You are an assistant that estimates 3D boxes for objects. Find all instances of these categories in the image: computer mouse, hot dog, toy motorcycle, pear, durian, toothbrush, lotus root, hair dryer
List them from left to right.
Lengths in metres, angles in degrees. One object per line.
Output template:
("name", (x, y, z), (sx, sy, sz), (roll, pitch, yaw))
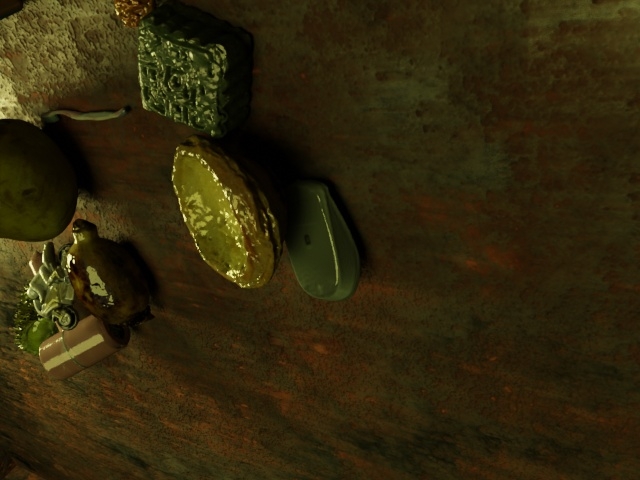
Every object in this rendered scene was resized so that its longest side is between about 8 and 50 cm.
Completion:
("pear", (-0.657, -0.123, 1.336), (0.269, 0.269, 0.321), (34, 151, 7))
("durian", (-0.832, 0.239, 1.888), (0.169, 0.158, 0.352), (5, 138, -13))
("toy motorcycle", (-0.685, 0.117, 1.608), (0.151, 0.074, 0.228), (2, 94, 10))
("hair dryer", (-0.684, 0.175, 1.684), (0.210, 0.125, 0.352), (-28, 87, 11))
("toothbrush", (-0.478, -0.254, 1.256), (0.269, 0.021, 0.027), (5, 140, 33))
("lotus root", (-0.511, 0.090, 1.481), (0.169, 0.141, 0.314), (-7, 120, 34))
("hot dog", (-0.295, -0.412, 0.967), (0.072, 0.055, 0.188), (25, 135, 13))
("computer mouse", (0.000, 0.000, 1.096), (0.128, 0.079, 0.231), (-4, 106, 41))

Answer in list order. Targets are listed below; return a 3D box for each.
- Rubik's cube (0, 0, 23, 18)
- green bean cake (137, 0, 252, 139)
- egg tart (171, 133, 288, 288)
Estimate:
("Rubik's cube", (-0.817, -0.469, 1.075), (0.347, 0.347, 0.344), (-1, 123, 37))
("green bean cake", (-0.207, -0.268, 0.998), (0.181, 0.094, 0.173), (26, 135, 13))
("egg tart", (-0.146, -0.058, 1.083), (0.294, 0.123, 0.294), (37, 142, 37))
